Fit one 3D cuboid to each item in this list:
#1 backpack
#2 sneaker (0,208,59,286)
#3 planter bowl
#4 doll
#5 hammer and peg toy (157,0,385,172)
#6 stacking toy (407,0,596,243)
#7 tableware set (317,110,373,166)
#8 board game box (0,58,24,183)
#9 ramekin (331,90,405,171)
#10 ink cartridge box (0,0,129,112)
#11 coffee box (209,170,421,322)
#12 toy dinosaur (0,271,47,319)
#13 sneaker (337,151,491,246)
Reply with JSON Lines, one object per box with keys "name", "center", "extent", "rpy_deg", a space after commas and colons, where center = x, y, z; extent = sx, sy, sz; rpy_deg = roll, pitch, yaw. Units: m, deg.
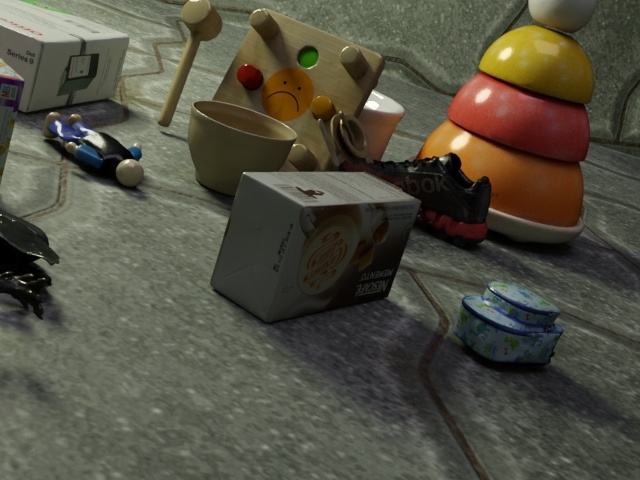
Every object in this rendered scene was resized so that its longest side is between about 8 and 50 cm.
{"name": "backpack", "center": [0.224, 0.098, 1.183], "extent": [0.114, 0.084, 0.105], "rpy_deg": [2, 22, -36]}
{"name": "sneaker", "center": [-0.333, -0.004, 0.964], "extent": [0.170, 0.051, 0.089], "rpy_deg": [22, 13, -3]}
{"name": "planter bowl", "center": [-0.128, -0.131, 1.461], "extent": [0.162, 0.109, 0.162], "rpy_deg": [17, 17, -5]}
{"name": "doll", "center": [-0.307, -0.128, 1.372], "extent": [0.129, 0.046, 0.189], "rpy_deg": [-2, 27, -47]}
{"name": "hammer and peg toy", "center": [-0.100, -0.256, 1.669], "extent": [0.361, 0.266, 0.127], "rpy_deg": [26, -4, 22]}
{"name": "stacking toy", "center": [0.388, -0.261, 1.775], "extent": [0.350, 0.480, 0.350], "rpy_deg": [18, 18, -6]}
{"name": "tableware set", "center": [0.071, -0.112, 1.526], "extent": [0.039, 0.194, 0.128], "rpy_deg": [-23, -5, 31]}
{"name": "board game box", "center": [-0.502, -0.159, 1.101], "extent": [0.275, 0.142, 0.144], "rpy_deg": [4, 23, -40]}
{"name": "ramekin", "center": [0.009, -0.230, 1.861], "extent": [0.277, 0.135, 0.277], "rpy_deg": [18, 17, -5]}
{"name": "ink cartridge box", "center": [-0.483, -0.313, 1.618], "extent": [0.211, 0.122, 0.289], "rpy_deg": [22, 18, 11]}
{"name": "coffee box", "center": [0.000, 0.000, 1.154], "extent": [0.098, 0.141, 0.246], "rpy_deg": [29, 19, 30]}
{"name": "toy dinosaur", "center": [-0.304, 0.044, 0.843], "extent": [0.118, 0.064, 0.268], "rpy_deg": [3, 19, -24]}
{"name": "sneaker", "center": [0.162, -0.098, 1.627], "extent": [0.276, 0.135, 0.097], "rpy_deg": [23, 20, 17]}
